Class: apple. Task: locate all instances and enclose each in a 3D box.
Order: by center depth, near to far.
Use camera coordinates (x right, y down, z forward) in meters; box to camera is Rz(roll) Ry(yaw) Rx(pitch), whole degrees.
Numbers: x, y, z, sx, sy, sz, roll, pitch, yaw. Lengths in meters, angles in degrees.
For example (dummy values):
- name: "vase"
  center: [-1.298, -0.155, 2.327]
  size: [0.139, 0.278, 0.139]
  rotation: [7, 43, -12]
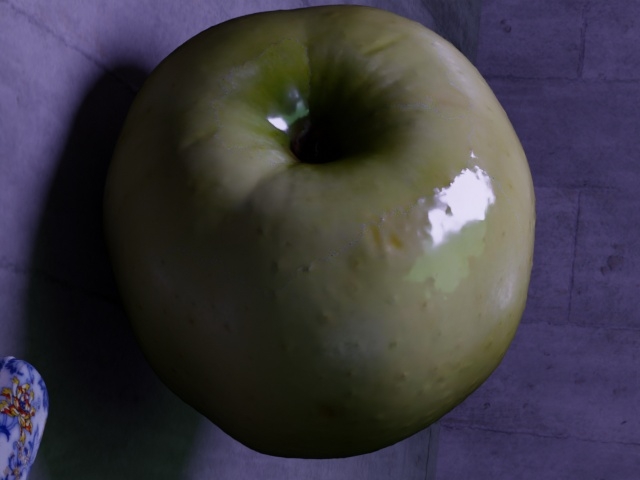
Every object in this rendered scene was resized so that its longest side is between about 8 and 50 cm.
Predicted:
- name: "apple"
  center: [0.000, 0.000, 1.527]
  size: [0.473, 0.473, 0.474]
  rotation: [3, 90, -72]

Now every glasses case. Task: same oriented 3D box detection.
- name: "glasses case"
  center: [-0.291, 0.206, 1.242]
  size: [0.087, 0.065, 0.248]
  rotation: [72, 29, -44]
